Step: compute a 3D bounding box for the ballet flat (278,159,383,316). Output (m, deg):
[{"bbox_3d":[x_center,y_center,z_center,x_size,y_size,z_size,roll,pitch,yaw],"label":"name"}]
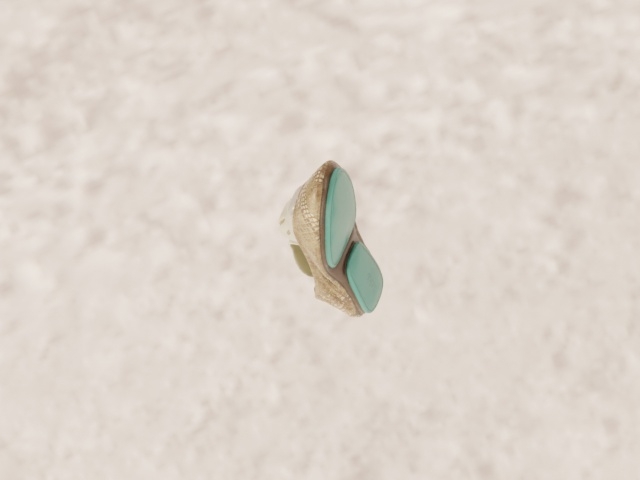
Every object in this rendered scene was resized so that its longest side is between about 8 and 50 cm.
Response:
[{"bbox_3d":[0.000,0.000,1.472,0.067,0.206,0.073,14,60,21],"label":"ballet flat"}]
